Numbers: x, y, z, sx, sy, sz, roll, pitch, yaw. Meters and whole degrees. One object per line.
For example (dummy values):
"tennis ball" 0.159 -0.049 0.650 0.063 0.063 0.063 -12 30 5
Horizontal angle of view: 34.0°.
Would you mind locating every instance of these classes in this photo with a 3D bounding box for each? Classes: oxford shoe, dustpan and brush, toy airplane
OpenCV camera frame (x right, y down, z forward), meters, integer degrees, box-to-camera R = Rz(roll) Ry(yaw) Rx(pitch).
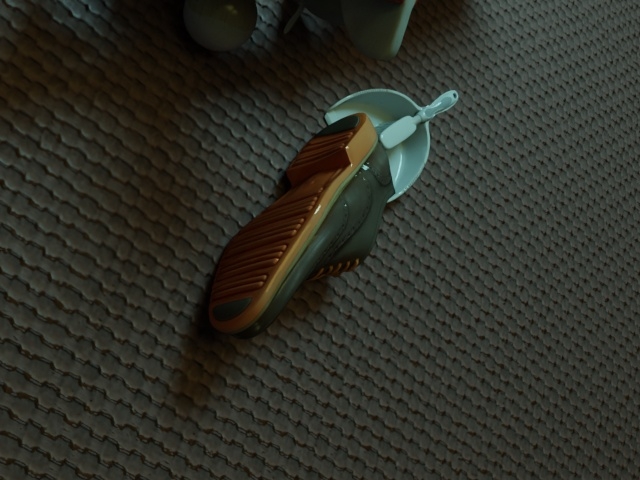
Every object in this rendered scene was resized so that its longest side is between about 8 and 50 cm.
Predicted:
"oxford shoe" 0.000 0.000 1.202 0.133 0.130 0.364 56 46 -23
"dustpan and brush" 0.114 -0.154 1.409 0.211 0.060 0.147 -37 102 -44
"toy airplane" -0.045 -0.313 1.165 0.386 0.272 0.384 30 23 -18
